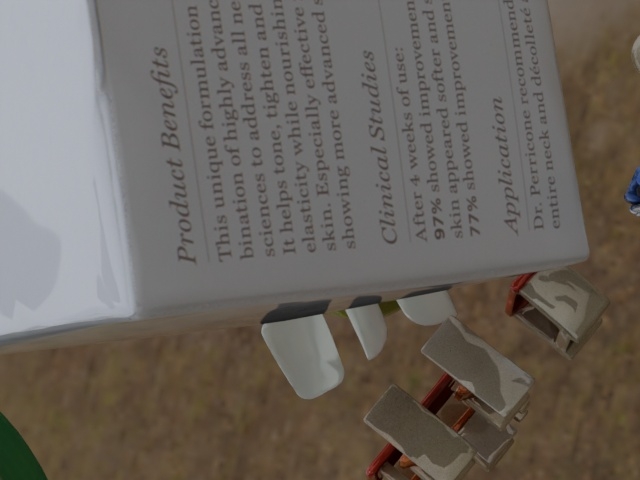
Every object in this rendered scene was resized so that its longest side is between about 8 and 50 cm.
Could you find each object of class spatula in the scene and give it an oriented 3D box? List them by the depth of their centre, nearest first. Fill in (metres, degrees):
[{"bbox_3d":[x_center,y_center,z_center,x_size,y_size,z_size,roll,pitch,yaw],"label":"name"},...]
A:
[{"bbox_3d":[0.000,0.000,1.603,0.242,0.168,0.019,64,172,-11],"label":"spatula"}]

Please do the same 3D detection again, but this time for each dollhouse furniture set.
[{"bbox_3d":[0.126,0.117,1.638,0.259,0.135,0.262,-49,-13,-11],"label":"dollhouse furniture set"}]

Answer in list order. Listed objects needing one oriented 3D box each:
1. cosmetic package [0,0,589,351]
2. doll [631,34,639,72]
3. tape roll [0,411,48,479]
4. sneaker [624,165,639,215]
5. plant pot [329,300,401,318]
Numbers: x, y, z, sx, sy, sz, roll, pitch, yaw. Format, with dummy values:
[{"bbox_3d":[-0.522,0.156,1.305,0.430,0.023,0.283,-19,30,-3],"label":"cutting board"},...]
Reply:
[{"bbox_3d":[-0.086,-0.106,1.229,0.327,0.394,0.329,-12,84,47],"label":"cosmetic package"},{"bbox_3d":[0.307,-0.114,1.365,0.129,0.189,0.046,-63,33,17],"label":"doll"},{"bbox_3d":[-0.306,0.238,1.254,0.077,0.321,0.321,-22,51,33],"label":"tape roll"},{"bbox_3d":[0.239,-0.032,1.262,0.135,0.058,0.052,63,-140,-70],"label":"sneaker"},{"bbox_3d":[-0.056,-0.074,1.841,0.353,0.366,0.366,16,92,39],"label":"plant pot"}]
